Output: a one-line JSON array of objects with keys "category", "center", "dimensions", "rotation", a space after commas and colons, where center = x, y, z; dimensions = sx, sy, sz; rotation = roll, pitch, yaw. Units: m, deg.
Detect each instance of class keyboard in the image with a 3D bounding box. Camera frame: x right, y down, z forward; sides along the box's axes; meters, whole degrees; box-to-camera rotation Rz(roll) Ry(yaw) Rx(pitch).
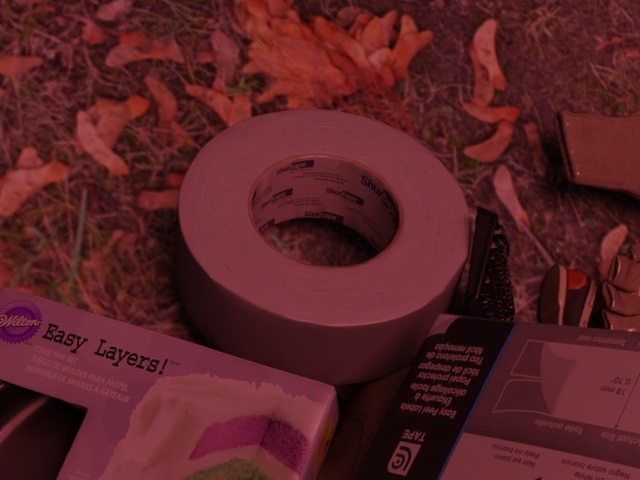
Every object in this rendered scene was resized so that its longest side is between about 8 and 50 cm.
[{"category": "keyboard", "center": [0.135, 0.035, 1.062], "dimensions": [0.023, 0.180, 0.108], "rotation": [5, 66, 13]}]

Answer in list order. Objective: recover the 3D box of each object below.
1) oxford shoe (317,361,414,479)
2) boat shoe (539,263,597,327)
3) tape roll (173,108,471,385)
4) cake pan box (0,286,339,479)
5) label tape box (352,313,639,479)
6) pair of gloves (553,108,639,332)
[{"category": "oxford shoe", "center": [-0.024, 0.211, 0.957], "dimensions": [0.130, 0.123, 0.348], "rotation": [30, 61, -2]}, {"category": "boat shoe", "center": [0.204, 0.085, 1.137], "dimensions": [0.043, 0.049, 0.137], "rotation": [21, 59, -15]}, {"category": "tape roll", "center": [0.000, 0.000, 1.027], "dimensions": [0.219, 0.072, 0.219], "rotation": [4, 47, -4]}, {"category": "cake pan box", "center": [-0.148, 0.175, 0.901], "dimensions": [0.266, 0.070, 0.246], "rotation": [17, 61, 13]}, {"category": "label tape box", "center": [0.106, 0.214, 0.806], "dimensions": [0.106, 0.240, 0.334], "rotation": [40, 68, -30]}, {"category": "pair of gloves", "center": [0.306, -0.007, 1.202], "dimensions": [0.204, 0.042, 0.240], "rotation": [-2, 68, -32]}]
